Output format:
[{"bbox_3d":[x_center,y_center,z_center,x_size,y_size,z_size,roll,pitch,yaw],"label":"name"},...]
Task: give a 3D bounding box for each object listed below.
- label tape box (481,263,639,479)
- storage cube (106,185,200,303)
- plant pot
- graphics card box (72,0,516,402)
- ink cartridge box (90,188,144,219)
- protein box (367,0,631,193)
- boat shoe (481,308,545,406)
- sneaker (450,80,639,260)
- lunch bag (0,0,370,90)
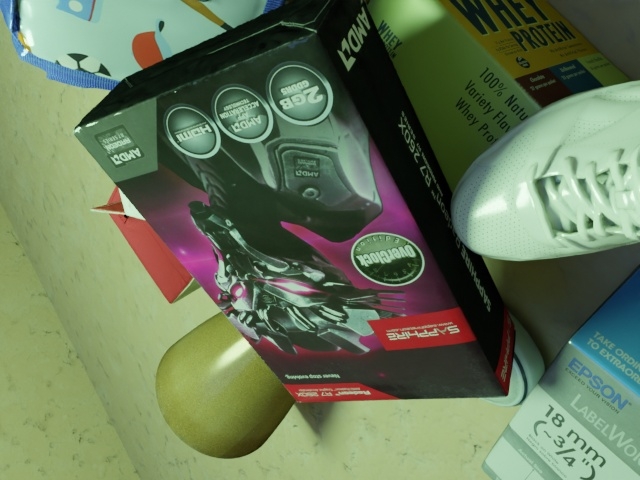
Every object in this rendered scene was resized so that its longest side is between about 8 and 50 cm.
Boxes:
[{"bbox_3d":[0.311,0.176,0.530,0.240,0.106,0.334,42,138,29],"label":"label tape box"},{"bbox_3d":[-0.190,-0.048,0.970,0.193,0.215,0.183,55,143,5],"label":"storage cube"},{"bbox_3d":[-0.109,0.195,1.012,0.254,0.237,0.237,-47,70,35],"label":"plant pot"},{"bbox_3d":[0.000,0.000,0.528,0.232,0.094,0.371,-10,127,31],"label":"graphics card box"},{"bbox_3d":[-0.108,-0.096,0.755,0.261,0.296,0.066,10,115,50],"label":"ink cartridge box"},{"bbox_3d":[0.127,-0.122,0.576,0.200,0.136,0.201,53,142,18],"label":"protein box"},{"bbox_3d":[0.077,0.092,0.741,0.367,0.156,0.136,38,135,35],"label":"boat shoe"},{"bbox_3d":[0.172,-0.036,0.338,0.292,0.169,0.108,-20,95,42],"label":"sneaker"},{"bbox_3d":[-0.065,-0.298,0.516,0.239,0.385,0.328,55,142,17],"label":"lunch bag"}]
